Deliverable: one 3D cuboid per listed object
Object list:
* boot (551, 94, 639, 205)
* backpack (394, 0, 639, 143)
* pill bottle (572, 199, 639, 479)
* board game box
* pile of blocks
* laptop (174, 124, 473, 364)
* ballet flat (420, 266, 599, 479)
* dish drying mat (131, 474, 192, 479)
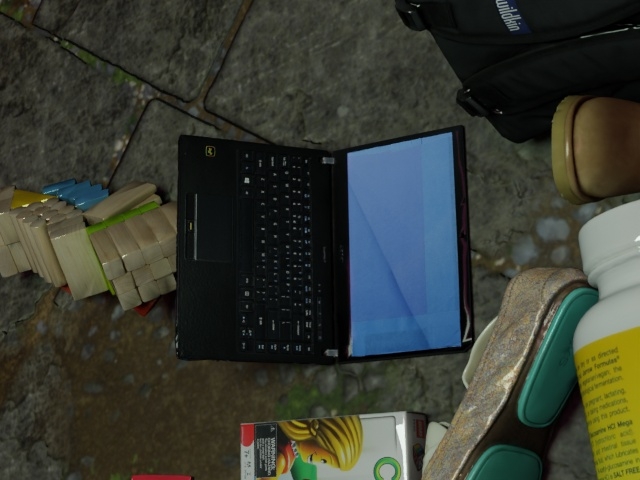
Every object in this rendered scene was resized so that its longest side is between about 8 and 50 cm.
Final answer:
[{"bbox_3d":[0.343,-0.085,0.907,0.269,0.236,0.089,-4,93,35],"label":"boot"},{"bbox_3d":[0.270,-0.246,0.950,0.355,0.290,0.273,3,51,52],"label":"backpack"},{"bbox_3d":[0.302,0.138,0.903,0.188,0.188,0.334,-18,70,28],"label":"pill bottle"},{"bbox_3d":[0.014,0.325,1.122,0.193,0.053,0.305,-10,74,30],"label":"board game box"},{"bbox_3d":[-0.262,0.009,1.356,0.362,0.149,0.112,15,130,43],"label":"pile of blocks"},{"bbox_3d":[0.000,0.000,1.156,0.136,0.264,0.234,148,124,-64],"label":"laptop"},{"bbox_3d":[0.158,0.166,1.055,0.106,0.107,0.316,26,88,54],"label":"ballet flat"},{"bbox_3d":[-0.175,0.275,1.280,0.083,0.008,0.032,-6,77,30],"label":"dish drying mat"}]
